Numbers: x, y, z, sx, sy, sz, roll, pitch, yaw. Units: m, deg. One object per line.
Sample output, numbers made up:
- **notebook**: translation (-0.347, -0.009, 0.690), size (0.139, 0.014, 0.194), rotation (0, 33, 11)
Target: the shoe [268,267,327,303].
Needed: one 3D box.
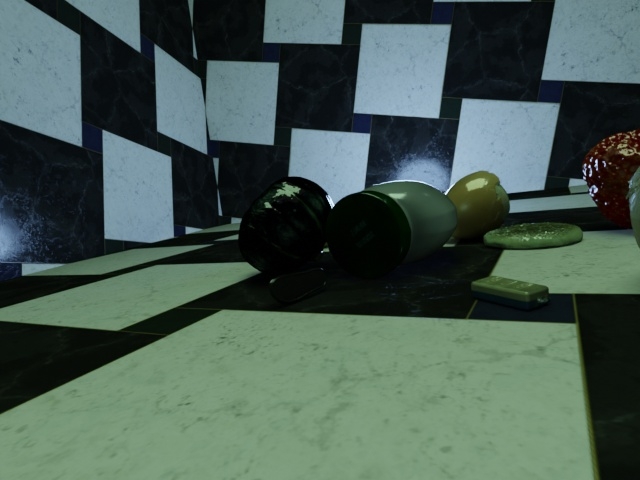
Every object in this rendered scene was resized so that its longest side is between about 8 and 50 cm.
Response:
- **shoe**: translation (-0.054, 0.098, 0.925), size (0.159, 0.062, 0.053), rotation (-15, -2, -41)

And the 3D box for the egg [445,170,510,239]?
- **egg**: translation (0.488, -0.104, 1.369), size (0.244, 0.201, 0.201), rotation (-33, 10, -3)

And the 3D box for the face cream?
- **face cream**: translation (0.193, -0.045, 1.136), size (0.312, 0.220, 0.357), rotation (-2, 10, 35)

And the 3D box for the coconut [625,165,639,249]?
- **coconut**: translation (0.614, -0.035, 0.645), size (0.245, 0.247, 0.245), rotation (-33, 18, 12)

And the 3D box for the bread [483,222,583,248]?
- **bread**: translation (0.599, -0.018, 1.217), size (0.266, 0.041, 0.267), rotation (-8, 7, 1)

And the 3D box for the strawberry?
- **strawberry**: translation (0.890, -0.150, 1.144), size (0.312, 0.267, 0.351), rotation (21, 20, -12)

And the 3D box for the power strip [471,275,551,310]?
- **power strip**: translation (0.319, 0.087, 0.722), size (0.056, 0.032, 0.123), rotation (-12, 9, -24)

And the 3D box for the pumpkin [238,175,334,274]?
- **pumpkin**: translation (-0.082, -0.033, 1.191), size (0.315, 0.238, 0.315), rotation (-44, -2, -2)

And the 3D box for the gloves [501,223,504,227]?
- **gloves**: translation (0.560, -0.082, 1.500), size (0.153, 0.114, 0.070), rotation (6, -17, -10)

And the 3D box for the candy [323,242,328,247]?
- **candy**: translation (-0.052, -0.015, 1.614), size (0.233, 0.102, 0.104), rotation (-7, 7, -14)

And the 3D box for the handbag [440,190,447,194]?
- **handbag**: translation (0.466, -0.136, 1.782), size (0.298, 0.151, 0.171), rotation (-4, -4, 16)
